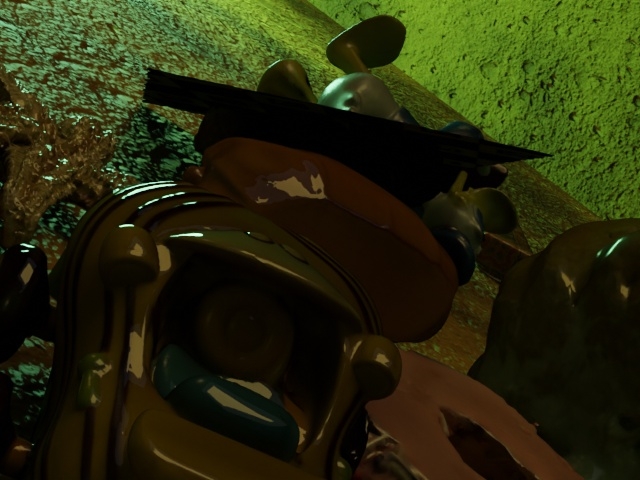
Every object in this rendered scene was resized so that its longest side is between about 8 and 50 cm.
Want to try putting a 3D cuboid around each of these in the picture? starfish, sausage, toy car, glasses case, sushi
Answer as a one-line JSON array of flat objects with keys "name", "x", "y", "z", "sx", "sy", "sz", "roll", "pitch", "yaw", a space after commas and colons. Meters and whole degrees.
[{"name": "starfish", "x": -0.195, "y": -0.063, "z": 0.840, "sx": 0.216, "sy": 0.071, "sz": 0.238, "roll": 42, "pitch": 8, "yaw": 3}, {"name": "sausage", "x": 0.000, "y": 0.001, "z": 0.952, "sx": 0.241, "sy": 0.120, "sz": 0.136, "roll": 26, "pitch": 10, "yaw": -32}, {"name": "toy car", "x": -0.049, "y": 0.064, "z": 0.536, "sx": 0.200, "sy": 0.142, "sz": 0.248, "roll": 25, "pitch": 33, "yaw": -20}, {"name": "glasses case", "x": 0.225, "y": -0.004, "z": 1.614, "sx": 0.075, "sy": 0.049, "sz": 0.218, "roll": 27, "pitch": 15, "yaw": -6}, {"name": "sushi", "x": 0.002, "y": -0.070, "z": 1.105, "sx": 0.339, "sy": 0.069, "sz": 0.320, "roll": 11, "pitch": 0, "yaw": -9}]

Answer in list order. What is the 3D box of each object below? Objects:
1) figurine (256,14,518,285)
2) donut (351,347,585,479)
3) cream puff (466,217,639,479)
[{"name": "figurine", "x": 0.101, "y": -0.060, "z": 1.392, "sx": 0.283, "sy": 0.204, "sz": 0.338, "roll": 32, "pitch": 25, "yaw": -41}, {"name": "donut", "x": 0.070, "y": 0.143, "z": 0.726, "sx": 0.233, "sy": 0.085, "sz": 0.199, "roll": 18, "pitch": 23, "yaw": -49}, {"name": "cream puff", "x": 0.279, "y": 0.130, "z": 0.881, "sx": 0.270, "sy": 0.274, "sz": 0.323, "roll": 10, "pitch": 29, "yaw": -44}]
